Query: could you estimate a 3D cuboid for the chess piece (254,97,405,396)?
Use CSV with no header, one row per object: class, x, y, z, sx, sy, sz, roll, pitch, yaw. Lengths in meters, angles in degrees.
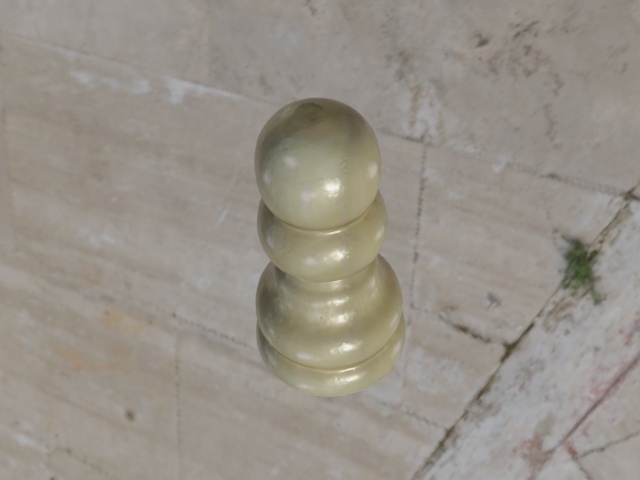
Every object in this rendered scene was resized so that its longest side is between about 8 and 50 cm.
chess piece,0.000,0.000,1.052,0.167,0.167,0.300,21,142,25
